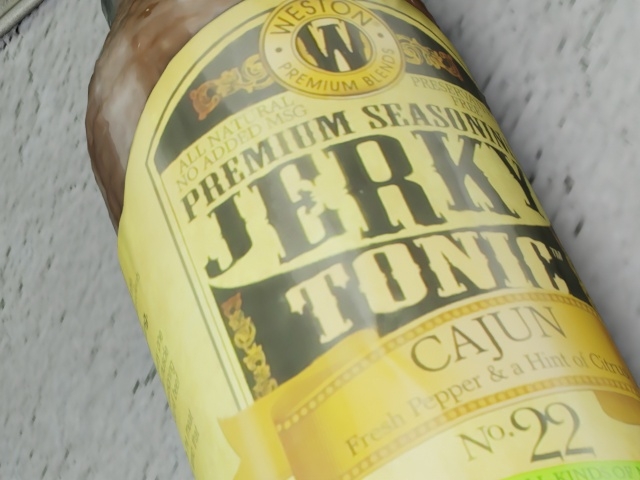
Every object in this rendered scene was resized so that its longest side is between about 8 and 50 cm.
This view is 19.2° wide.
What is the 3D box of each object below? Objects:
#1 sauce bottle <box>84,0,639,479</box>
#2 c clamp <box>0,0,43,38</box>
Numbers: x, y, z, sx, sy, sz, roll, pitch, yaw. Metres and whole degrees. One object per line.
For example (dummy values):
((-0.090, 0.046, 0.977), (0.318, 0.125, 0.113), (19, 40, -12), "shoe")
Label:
((0.000, 0.000, 0.497), (0.111, 0.111, 0.344), (-50, 49, 31), "sauce bottle")
((-0.140, -0.141, 0.769), (0.161, 0.022, 0.137), (-22, 65, 46), "c clamp")
